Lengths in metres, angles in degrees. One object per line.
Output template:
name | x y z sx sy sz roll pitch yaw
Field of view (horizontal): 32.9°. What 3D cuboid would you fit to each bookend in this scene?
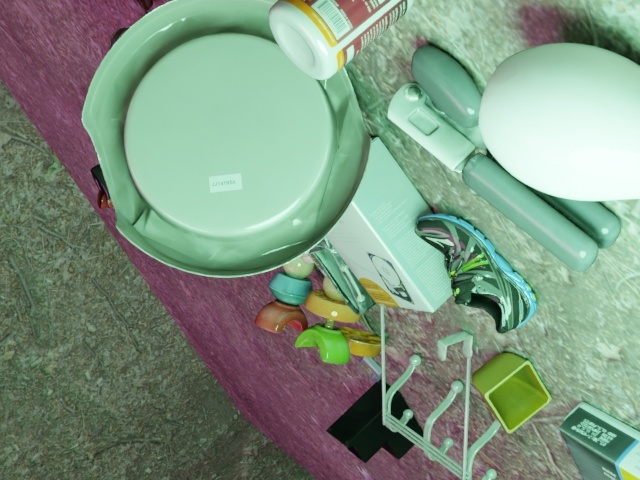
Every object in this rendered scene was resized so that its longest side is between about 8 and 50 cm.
bookend | 0.118 0.400 2.233 0.072 0.156 0.157 28 155 50

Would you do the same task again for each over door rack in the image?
over door rack | 0.187 0.229 1.785 0.239 0.108 0.324 29 141 48

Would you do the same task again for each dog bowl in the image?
dog bowl | -0.110 -0.123 1.324 0.349 0.349 0.102 46 177 8

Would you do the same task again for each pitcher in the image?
pitcher | 0.247 -0.076 0.892 0.207 0.125 0.178 23 167 34

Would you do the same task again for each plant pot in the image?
plant pot | 0.264 0.209 1.556 0.081 0.081 0.083 56 172 -26

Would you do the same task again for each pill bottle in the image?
pill bottle | 0.032 -0.227 1.014 0.086 0.152 0.086 44 164 16

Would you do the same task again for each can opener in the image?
can opener | 0.181 -0.082 1.102 0.280 0.074 0.093 44 163 16

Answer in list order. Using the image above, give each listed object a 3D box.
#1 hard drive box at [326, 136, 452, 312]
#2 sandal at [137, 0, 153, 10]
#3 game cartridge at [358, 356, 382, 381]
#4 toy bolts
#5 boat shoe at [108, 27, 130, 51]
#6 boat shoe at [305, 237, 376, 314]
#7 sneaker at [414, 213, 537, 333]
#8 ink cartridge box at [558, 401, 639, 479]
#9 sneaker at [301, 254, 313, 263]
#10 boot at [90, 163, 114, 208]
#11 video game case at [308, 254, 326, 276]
hard drive box | 0.078 -0.021 1.487 0.232 0.089 0.181 53 163 -14
sandal | -0.268 -0.392 1.624 0.072 0.049 0.180 55 178 -2
game cartridge | 0.104 0.262 2.208 0.056 0.017 0.083 42 163 8
toy bolts | 0.012 0.109 1.973 0.228 0.158 0.218 22 -169 39
boat shoe | -0.293 -0.255 1.882 0.091 0.109 0.305 30 160 37
boat shoe | -0.005 -0.018 1.679 0.306 0.105 0.113 54 163 -18
sneaker | 0.187 0.039 1.359 0.188 0.078 0.067 46 164 10
ink cartridge box | 0.478 0.383 1.418 0.303 0.072 0.307 26 150 53
sneaker | -0.038 0.002 1.909 0.134 0.051 0.070 23 145 48
boot | -0.342 -0.078 2.164 0.244 0.176 0.088 53 159 -13
video game case | 0.000 0.000 1.815 0.087 0.011 0.122 -26 106 46
